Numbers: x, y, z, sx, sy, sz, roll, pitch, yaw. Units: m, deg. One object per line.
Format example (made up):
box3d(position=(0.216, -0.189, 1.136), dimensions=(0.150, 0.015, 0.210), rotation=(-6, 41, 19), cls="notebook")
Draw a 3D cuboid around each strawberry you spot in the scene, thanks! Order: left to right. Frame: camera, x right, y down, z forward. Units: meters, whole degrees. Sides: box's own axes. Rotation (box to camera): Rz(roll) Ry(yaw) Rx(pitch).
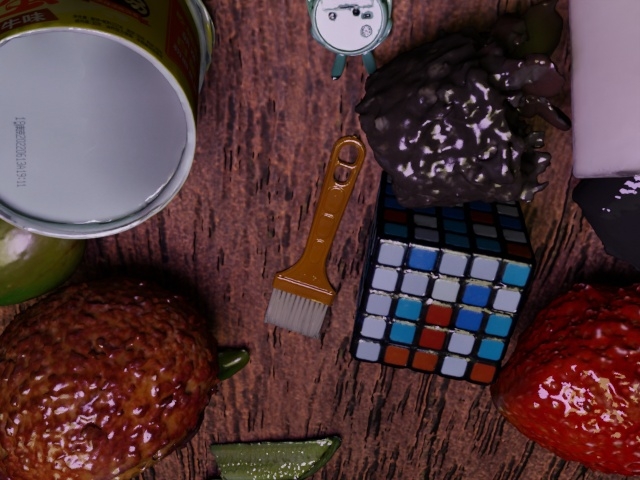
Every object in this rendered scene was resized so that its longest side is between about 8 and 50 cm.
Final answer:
box3d(position=(0.340, 0.173, 0.955), dimensions=(0.277, 0.257, 0.257), rotation=(-3, 119, -10), cls="strawberry")

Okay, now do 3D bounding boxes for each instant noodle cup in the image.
box3d(position=(-0.255, -0.158, 0.835), dimensions=(0.311, 0.221, 0.311), rotation=(-9, 128, -11), cls="instant noodle cup")

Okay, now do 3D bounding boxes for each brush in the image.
box3d(position=(0.000, 0.000, 1.057), dimensions=(0.090, 0.017, 0.314), rotation=(17, 118, -2), cls="brush")

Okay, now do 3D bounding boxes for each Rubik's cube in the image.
box3d(position=(0.143, 0.043, 0.966), dimensions=(0.182, 0.184, 0.187), rotation=(11, 121, 1), cls="Rubik's cube")

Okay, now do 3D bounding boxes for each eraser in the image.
box3d(position=(0.344, -0.200, 0.798), dimensions=(0.174, 0.095, 0.270), rotation=(-2, 95, 24), cls="eraser")

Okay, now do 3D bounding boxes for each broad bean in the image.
box3d(position=(-0.187, 0.227, 1.192), dimensions=(0.069, 0.039, 0.227), rotation=(36, 118, -5), cls="broad bean")

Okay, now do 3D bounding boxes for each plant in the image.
box3d(position=(0.170, -0.139, 0.865), dimensions=(0.234, 0.204, 0.178), rotation=(-15, 123, 20), cls="plant")

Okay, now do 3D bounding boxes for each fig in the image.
box3d(position=(-0.396, -0.006, 1.004), dimensions=(0.181, 0.181, 0.191), rotation=(40, 73, -14), cls="fig")

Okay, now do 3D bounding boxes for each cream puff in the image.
box3d(position=(-0.296, 0.171, 1.003), dimensions=(0.351, 0.350, 0.228), rotation=(-18, 123, 16), cls="cream puff")

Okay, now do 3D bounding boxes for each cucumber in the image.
box3d(position=(-0.069, 0.352, 1.233), dimensions=(0.220, 0.070, 0.046), rotation=(-8, 147, 14), cls="cucumber")

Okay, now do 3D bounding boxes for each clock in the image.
box3d(position=(0.035, -0.255, 0.897), dimensions=(0.101, 0.041, 0.135), rotation=(-4, 118, 9), cls="clock")

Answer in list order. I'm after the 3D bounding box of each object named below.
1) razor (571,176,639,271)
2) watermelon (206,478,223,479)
box3d(position=(0.465, -0.099, 0.888), dimensions=(0.204, 0.113, 0.349), rotation=(35, 117, -14), cls="razor")
box3d(position=(-0.142, 0.453, 1.278), dimensions=(0.135, 0.094, 0.125), rotation=(10, 111, -3), cls="watermelon")
